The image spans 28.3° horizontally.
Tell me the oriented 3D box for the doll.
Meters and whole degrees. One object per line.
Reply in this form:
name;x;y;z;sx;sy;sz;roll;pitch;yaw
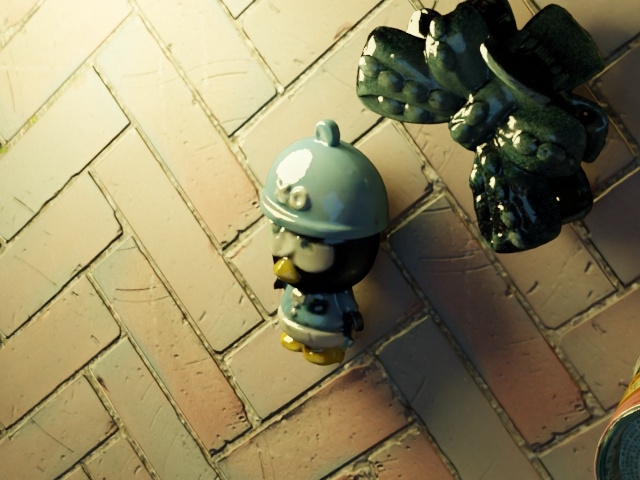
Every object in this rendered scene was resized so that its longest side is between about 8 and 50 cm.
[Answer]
doll;0.000;0.000;1.571;0.177;0.141;0.314;25;120;41

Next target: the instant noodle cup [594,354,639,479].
instant noodle cup;0.405;0.208;1.325;0.244;0.255;0.244;7;104;29

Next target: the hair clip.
hair clip;0.197;-0.149;1.406;0.310;0.194;0.206;49;133;8
